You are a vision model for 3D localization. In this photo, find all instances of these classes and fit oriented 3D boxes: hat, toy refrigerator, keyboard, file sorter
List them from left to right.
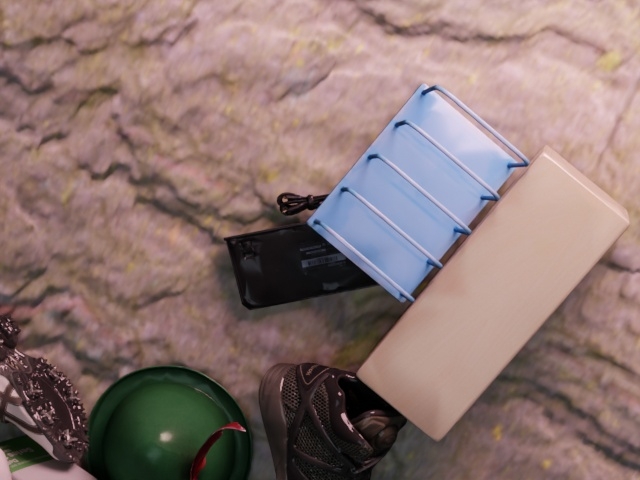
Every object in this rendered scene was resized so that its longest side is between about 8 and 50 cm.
[{"bbox_3d":[-0.160,0.220,1.310,0.173,0.183,0.208,13,105,3],"label":"hat"},{"bbox_3d":[0.000,0.000,1.325,0.180,0.023,0.108,-11,108,8],"label":"keyboard"},{"bbox_3d":[0.088,-0.042,1.242,0.118,0.104,0.170,40,90,-4],"label":"file sorter"},{"bbox_3d":[0.160,0.048,1.284,0.102,0.094,0.269,39,104,3],"label":"toy refrigerator"}]

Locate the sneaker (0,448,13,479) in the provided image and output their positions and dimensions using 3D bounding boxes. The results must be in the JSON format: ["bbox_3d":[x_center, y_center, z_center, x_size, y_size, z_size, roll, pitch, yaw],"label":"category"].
[{"bbox_3d":[-0.276,0.322,1.263,0.161,0.102,0.282,13,111,26],"label":"sneaker"}]

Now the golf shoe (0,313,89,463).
[{"bbox_3d":[-0.312,0.150,1.374,0.094,0.077,0.198,-38,90,24],"label":"golf shoe"}]

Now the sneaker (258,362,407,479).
[{"bbox_3d":[0.027,0.225,1.326,0.130,0.087,0.227,-6,101,36],"label":"sneaker"}]

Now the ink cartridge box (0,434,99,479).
[{"bbox_3d":[-0.257,0.310,1.353,0.208,0.087,0.153,27,105,25],"label":"ink cartridge box"}]
